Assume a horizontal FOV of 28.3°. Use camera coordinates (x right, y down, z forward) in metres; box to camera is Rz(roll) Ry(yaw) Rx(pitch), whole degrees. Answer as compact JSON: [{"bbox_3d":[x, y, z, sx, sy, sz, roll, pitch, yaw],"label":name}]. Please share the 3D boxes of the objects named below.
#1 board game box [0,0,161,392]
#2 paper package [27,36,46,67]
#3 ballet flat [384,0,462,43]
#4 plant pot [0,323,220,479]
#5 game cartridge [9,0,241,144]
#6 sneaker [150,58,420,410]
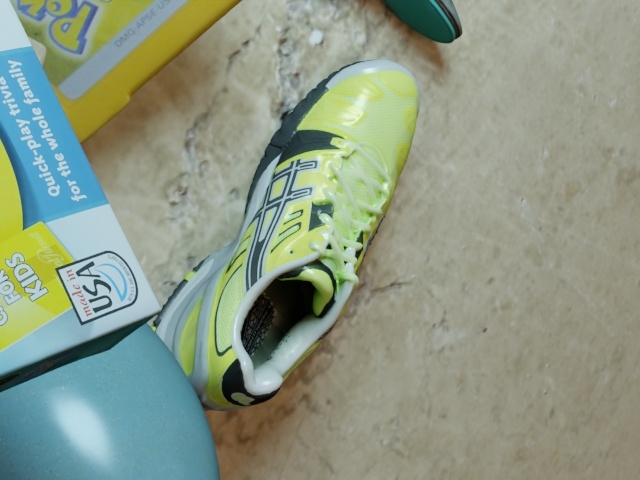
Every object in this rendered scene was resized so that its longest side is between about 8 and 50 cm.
[{"bbox_3d":[-0.284,-0.010,0.678,0.336,0.079,0.254,-22,82,-42],"label":"board game box"},{"bbox_3d":[-0.369,-0.029,0.789,0.309,0.168,0.325,27,53,-25],"label":"paper package"},{"bbox_3d":[0.073,-0.271,1.233,0.213,0.072,0.068,30,75,-35],"label":"ballet flat"},{"bbox_3d":[-0.190,0.207,0.990,0.290,0.195,0.290,-26,132,-33],"label":"plant pot"},{"bbox_3d":[-0.213,-0.222,0.965,0.323,0.053,0.285,-43,128,0],"label":"game cartridge"},{"bbox_3d":[0.000,0.000,1.177,0.145,0.147,0.385,39,74,-32],"label":"sneaker"}]
